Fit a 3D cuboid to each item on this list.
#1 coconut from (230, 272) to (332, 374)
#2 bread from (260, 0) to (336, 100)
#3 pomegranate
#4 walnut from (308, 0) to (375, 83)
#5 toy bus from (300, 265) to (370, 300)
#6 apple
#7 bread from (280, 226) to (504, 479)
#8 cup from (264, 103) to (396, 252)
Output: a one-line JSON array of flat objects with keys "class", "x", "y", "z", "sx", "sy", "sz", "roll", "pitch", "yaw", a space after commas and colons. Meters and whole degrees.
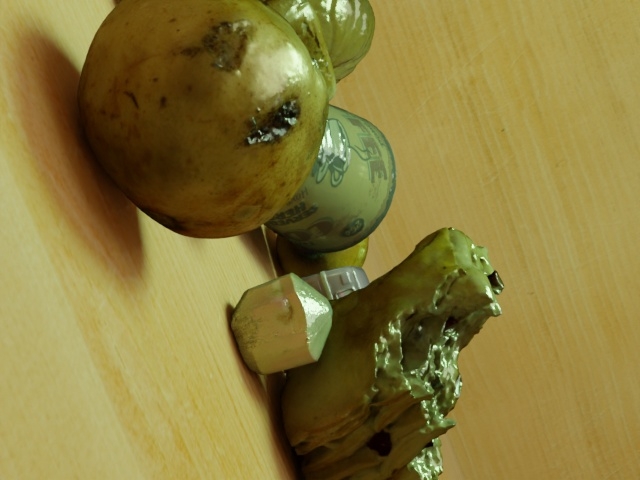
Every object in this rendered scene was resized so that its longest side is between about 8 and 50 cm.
[{"class": "coconut", "x": -0.043, "y": 0.105, "z": 1.562, "sx": 0.116, "sy": 0.122, "sz": 0.116, "roll": -20, "pitch": 90, "yaw": -84}, {"class": "bread", "x": -0.093, "y": -0.307, "z": 2.042, "sx": 0.195, "sy": 0.176, "sz": 0.246, "roll": 44, "pitch": -22, "yaw": 48}, {"class": "pomegranate", "x": -0.116, "y": -0.136, "z": 1.237, "sx": 0.260, "sy": 0.260, "sz": 0.260, "roll": -20, "pitch": 90, "yaw": -83}, {"class": "walnut", "x": -0.048, "y": -0.445, "z": 2.415, "sx": 0.333, "sy": 0.332, "sz": 0.333, "roll": -20, "pitch": 90, "yaw": -83}, {"class": "toy bus", "x": 0.028, "y": 0.146, "z": 1.900, "sx": 0.142, "sy": 0.142, "sz": 0.203, "roll": 15, "pitch": 55, "yaw": -82}, {"class": "apple", "x": 0.005, "y": 0.003, "z": 2.042, "sx": 0.146, "sy": 0.163, "sz": 0.147, "roll": 28, "pitch": 6, "yaw": 20}, {"class": "bread", "x": 0.082, "y": 0.167, "z": 1.633, "sx": 0.191, "sy": 0.370, "sz": 0.314, "roll": 35, "pitch": 23, "yaw": -24}, {"class": "cup", "x": -0.061, "y": -0.140, "z": 1.883, "sx": 0.301, "sy": 0.227, "sz": 0.257, "roll": 39, "pitch": 6, "yaw": 30}]
